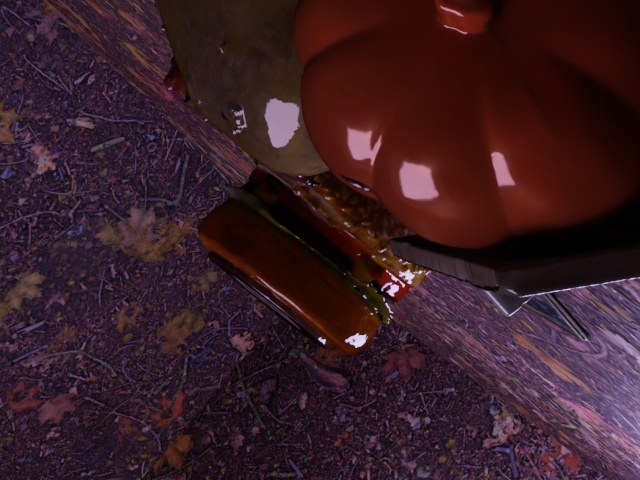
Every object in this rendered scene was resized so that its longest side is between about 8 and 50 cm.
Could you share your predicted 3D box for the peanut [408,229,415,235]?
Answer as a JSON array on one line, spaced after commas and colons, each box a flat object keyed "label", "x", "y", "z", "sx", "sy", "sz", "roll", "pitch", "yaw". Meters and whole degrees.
[{"label": "peanut", "x": 0.160, "y": -0.015, "z": 1.156, "sx": 0.152, "sy": 0.076, "sz": 0.076, "roll": 30, "pitch": 170, "yaw": 38}]

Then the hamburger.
[{"label": "hamburger", "x": 0.000, "y": 0.000, "z": 1.477, "sx": 0.330, "sy": 0.250, "sz": 0.330, "roll": 37, "pitch": 172, "yaw": 6}]

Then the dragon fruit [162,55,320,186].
[{"label": "dragon fruit", "x": -0.056, "y": -0.167, "z": 1.077, "sx": 0.211, "sy": 0.147, "sz": 0.282, "roll": 35, "pitch": -177, "yaw": 14}]

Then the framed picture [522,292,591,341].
[{"label": "framed picture", "x": 0.284, "y": 0.073, "z": 1.390, "sx": 0.142, "sy": 0.011, "sz": 0.183, "roll": 43, "pitch": 174, "yaw": -36}]

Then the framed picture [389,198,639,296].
[{"label": "framed picture", "x": 0.166, "y": -0.005, "z": 0.569, "sx": 0.289, "sy": 0.213, "sz": 0.016, "roll": -151, "pitch": 53, "yaw": -84}]

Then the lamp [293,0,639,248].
[{"label": "lamp", "x": 0.078, "y": -0.088, "z": 0.453, "sx": 0.188, "sy": 0.187, "sz": 0.164, "roll": 38, "pitch": -175, "yaw": 19}]

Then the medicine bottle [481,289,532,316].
[{"label": "medicine bottle", "x": 0.214, "y": 0.036, "z": 1.245, "sx": 0.118, "sy": 0.055, "sz": 0.074, "roll": 48, "pitch": -174, "yaw": 8}]

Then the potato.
[{"label": "potato", "x": -0.054, "y": -0.175, "z": 0.841, "sx": 0.296, "sy": 0.141, "sz": 0.191, "roll": 50, "pitch": 148, "yaw": 36}]
